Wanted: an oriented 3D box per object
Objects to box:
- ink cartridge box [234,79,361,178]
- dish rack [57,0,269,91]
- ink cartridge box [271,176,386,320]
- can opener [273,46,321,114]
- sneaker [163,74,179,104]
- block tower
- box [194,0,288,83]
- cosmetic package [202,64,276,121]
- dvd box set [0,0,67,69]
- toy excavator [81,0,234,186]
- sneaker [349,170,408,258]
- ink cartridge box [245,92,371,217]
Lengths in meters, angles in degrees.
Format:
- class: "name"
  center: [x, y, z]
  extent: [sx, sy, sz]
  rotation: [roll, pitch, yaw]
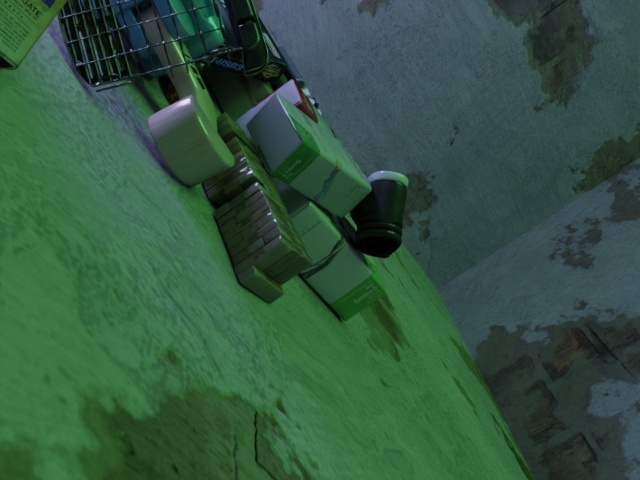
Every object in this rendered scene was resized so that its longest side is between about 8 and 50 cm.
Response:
- class: "ink cartridge box"
  center: [-0.052, -0.174, 1.431]
  extent: [0.273, 0.197, 0.114]
  rotation: [46, 15, -38]
- class: "dish rack"
  center: [-0.224, -0.316, 0.930]
  extent: [0.074, 0.271, 0.209]
  rotation: [109, -35, -77]
- class: "ink cartridge box"
  center: [0.000, 0.000, 1.351]
  extent: [0.273, 0.114, 0.198]
  rotation: [49, 13, -30]
- class: "can opener"
  center: [-0.077, -0.365, 1.600]
  extent: [0.093, 0.074, 0.281]
  rotation: [99, -29, -52]
- class: "sneaker"
  center: [-0.263, -0.298, 1.252]
  extent: [0.175, 0.064, 0.067]
  rotation: [65, 4, 32]
- class: "block tower"
  center: [-0.120, -0.063, 1.076]
  extent: [0.091, 0.097, 0.336]
  rotation: [42, 18, -51]
- class: "box"
  center: [-0.247, -0.505, 1.492]
  extent: [0.293, 0.073, 0.296]
  rotation: [3, 52, -48]
- class: "cosmetic package"
  center: [-0.163, -0.335, 1.623]
  extent: [0.153, 0.129, 0.296]
  rotation: [41, 18, -56]
- class: "dvd box set"
  center: [-0.305, -0.427, 0.628]
  extent: [0.062, 0.421, 0.307]
  rotation: [13, -21, 41]
- class: "toy excavator"
  center: [-0.252, -0.342, 1.113]
  extent: [0.446, 0.222, 0.433]
  rotation: [61, 10, -15]
- class: "sneaker"
  center: [0.104, -0.028, 1.362]
  extent: [0.296, 0.104, 0.147]
  rotation: [117, -15, -74]
- class: "ink cartridge box"
  center: [-0.019, -0.155, 1.231]
  extent: [0.212, 0.093, 0.154]
  rotation: [27, 26, -45]
